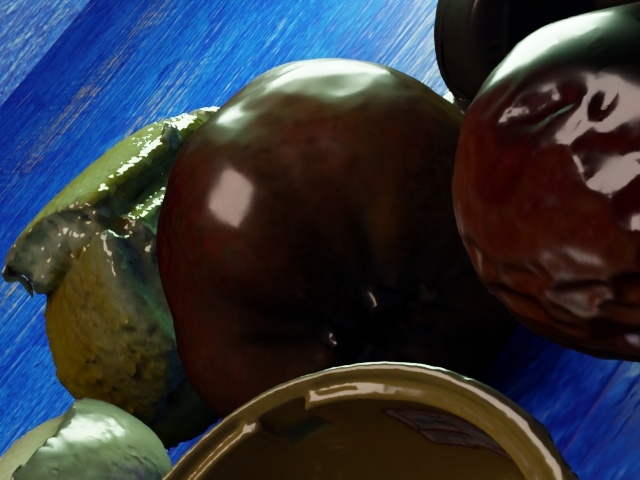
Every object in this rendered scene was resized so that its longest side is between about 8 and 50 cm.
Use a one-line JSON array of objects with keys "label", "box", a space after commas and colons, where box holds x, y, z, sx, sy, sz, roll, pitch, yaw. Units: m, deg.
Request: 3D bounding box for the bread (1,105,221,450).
[{"label": "bread", "box": [-0.084, 0.006, 1.039, 0.124, 0.186, 0.257, -36, 15, 39]}]

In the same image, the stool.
[{"label": "stool", "box": [0.123, -0.097, 0.902, 0.217, 0.125, 0.121, -57, 21, 4]}]

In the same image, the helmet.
[{"label": "helmet", "box": [0.022, 0.178, 0.574, 0.205, 0.140, 0.257, 33, 91, 38]}]

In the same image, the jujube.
[{"label": "jujube", "box": [0.166, -0.019, 0.627, 0.236, 0.168, 0.168, 10, 59, 47]}]

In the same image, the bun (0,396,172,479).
[{"label": "bun", "box": [-0.179, 0.231, 0.875, 0.287, 0.146, 0.287, -48, 6, 6]}]

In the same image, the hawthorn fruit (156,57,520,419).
[{"label": "hawthorn fruit", "box": [0.000, 0.000, 0.847, 0.208, 0.208, 0.248, -47, 25, 2]}]
